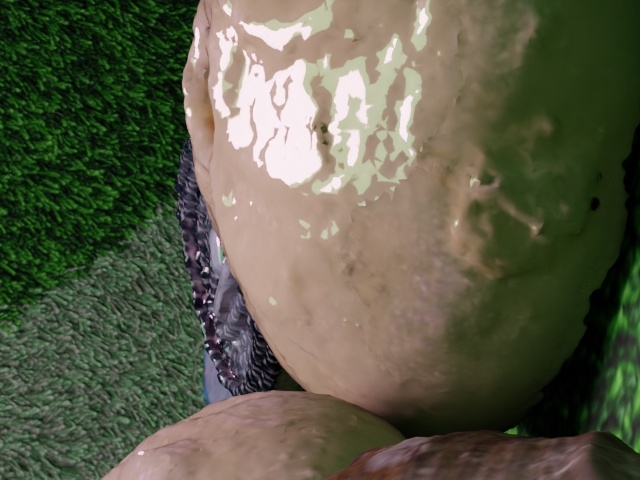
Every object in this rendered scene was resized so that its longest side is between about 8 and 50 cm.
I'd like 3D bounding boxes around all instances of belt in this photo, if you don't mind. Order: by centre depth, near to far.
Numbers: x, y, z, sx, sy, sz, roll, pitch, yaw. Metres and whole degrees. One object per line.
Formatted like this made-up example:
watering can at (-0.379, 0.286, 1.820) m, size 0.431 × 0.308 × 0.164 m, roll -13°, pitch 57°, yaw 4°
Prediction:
belt at (0.000, 0.000, 1.273) m, size 0.295 × 0.160 × 0.206 m, roll 104°, pitch 148°, yaw -60°

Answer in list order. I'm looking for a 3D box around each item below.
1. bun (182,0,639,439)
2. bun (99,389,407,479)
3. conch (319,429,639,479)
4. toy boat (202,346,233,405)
bun at (0.030, -0.076, 0.946) m, size 0.364 × 0.202 × 0.364 m, roll -178°, pitch 90°, yaw -81°
bun at (-0.050, 0.246, 0.850) m, size 0.365 × 0.219 × 0.365 m, roll -174°, pitch 90°, yaw -77°
conch at (0.069, 0.178, 0.522) m, size 0.352 × 0.210 × 0.297 m, roll 108°, pitch 148°, yaw -58°
toy boat at (-0.007, 0.047, 1.623) m, size 0.215 × 0.123 × 0.330 m, roll -105°, pitch 30°, yaw -45°
